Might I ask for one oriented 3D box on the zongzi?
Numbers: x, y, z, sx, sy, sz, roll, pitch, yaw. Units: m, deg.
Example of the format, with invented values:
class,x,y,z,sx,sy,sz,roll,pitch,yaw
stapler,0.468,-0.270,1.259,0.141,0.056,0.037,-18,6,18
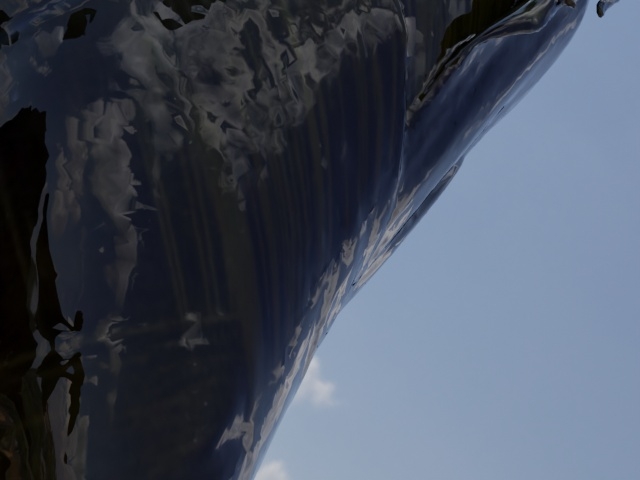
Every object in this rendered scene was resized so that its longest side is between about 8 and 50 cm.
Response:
class,x,y,z,sx,sy,sz,roll,pitch,yaw
zongzi,0.000,0.000,0.574,0.432,0.403,0.208,63,-36,26
